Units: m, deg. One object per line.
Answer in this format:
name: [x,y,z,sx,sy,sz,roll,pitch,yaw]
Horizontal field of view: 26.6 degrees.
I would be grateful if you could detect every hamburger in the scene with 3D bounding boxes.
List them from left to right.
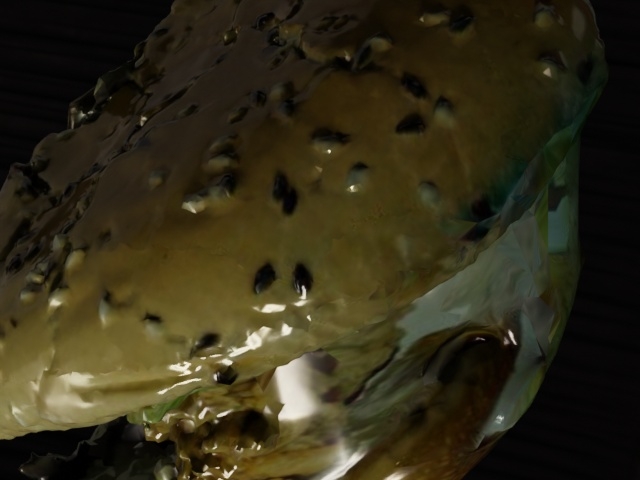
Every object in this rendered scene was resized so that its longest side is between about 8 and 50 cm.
hamburger: [0.000,0.000,0.504,0.288,0.192,0.167,-51,130,-16]
